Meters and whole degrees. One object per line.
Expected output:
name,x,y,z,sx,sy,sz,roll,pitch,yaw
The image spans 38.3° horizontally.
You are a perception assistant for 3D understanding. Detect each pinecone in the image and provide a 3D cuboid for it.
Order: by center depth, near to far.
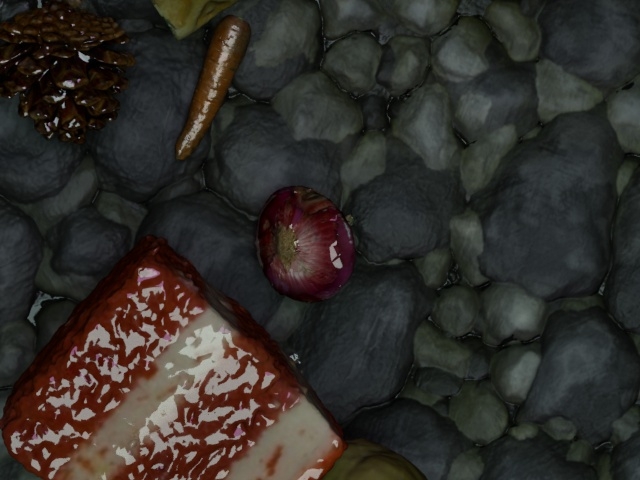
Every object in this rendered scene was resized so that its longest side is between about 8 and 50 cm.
pinecone,-0.293,-0.193,1.057,0.173,0.173,0.173,-1,98,-11

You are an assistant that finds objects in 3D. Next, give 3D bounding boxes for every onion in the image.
onion,0.000,0.000,1.160,0.140,0.150,0.150,-13,102,-47

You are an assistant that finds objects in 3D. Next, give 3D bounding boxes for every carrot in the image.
carrot,-0.137,-0.187,1.138,0.047,0.047,0.191,23,96,-13

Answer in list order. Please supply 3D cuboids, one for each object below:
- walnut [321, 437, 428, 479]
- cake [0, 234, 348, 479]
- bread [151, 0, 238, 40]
walnut,0.031,0.400,1.125,0.282,0.253,0.277,-32,133,1
cake,-0.167,0.192,1.065,0.319,0.269,0.270,43,88,-12
bread,-0.105,-0.367,1.076,0.267,0.130,0.152,-37,98,-5
